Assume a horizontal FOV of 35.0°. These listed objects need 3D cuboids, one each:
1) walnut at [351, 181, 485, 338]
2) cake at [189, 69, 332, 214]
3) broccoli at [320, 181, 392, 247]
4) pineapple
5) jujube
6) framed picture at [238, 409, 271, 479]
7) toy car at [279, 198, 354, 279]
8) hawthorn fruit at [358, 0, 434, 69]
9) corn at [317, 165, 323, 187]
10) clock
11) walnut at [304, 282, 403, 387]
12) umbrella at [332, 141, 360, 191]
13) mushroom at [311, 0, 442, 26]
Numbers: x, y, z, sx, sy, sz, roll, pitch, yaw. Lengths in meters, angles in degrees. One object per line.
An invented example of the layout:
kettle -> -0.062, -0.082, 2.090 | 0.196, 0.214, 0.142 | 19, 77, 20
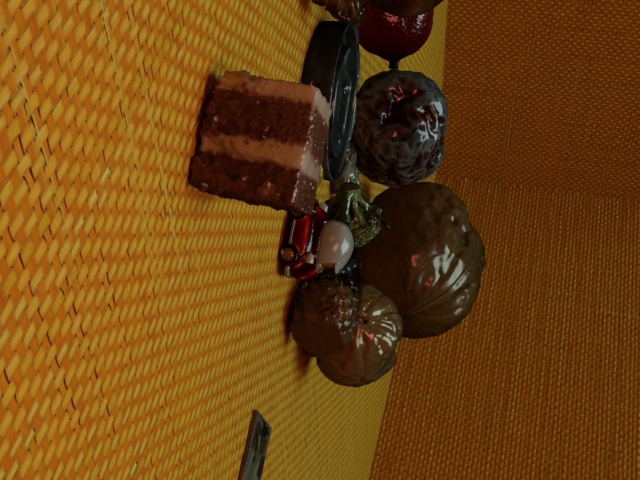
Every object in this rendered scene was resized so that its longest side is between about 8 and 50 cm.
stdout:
walnut -> 0.230, 0.046, 2.444 | 0.354, 0.307, 0.398 | 56, 29, -22
cake -> -0.063, -0.113, 1.173 | 0.134, 0.135, 0.147 | 13, 90, -80
broccoli -> 0.047, -0.043, 1.805 | 0.131, 0.130, 0.120 | 41, -45, 50
pineapple -> 0.018, 0.083, 1.833 | 0.128, 0.128, 0.248 | 87, 10, -46
jujube -> 0.156, -0.225, 2.062 | 0.317, 0.226, 0.226 | 54, 44, -83
framed picture -> -0.114, 0.386, 1.639 | 0.136, 0.010, 0.201 | 75, 25, -67
toy car -> 0.000, 0.000, 1.674 | 0.112, 0.112, 0.139 | 31, 68, -78
hawthorn fruit -> 0.135, -0.427, 1.973 | 0.169, 0.169, 0.188 | -61, 160, -63
corn -> -0.034, -0.115, 1.527 | 0.203, 0.072, 0.072 | 51, 48, -78
clock -> 0.017, -0.239, 1.741 | 0.280, 0.055, 0.281 | 8, 90, -80
walnut -> 0.065, 0.186, 1.971 | 0.245, 0.198, 0.198 | 115, -12, -67
umbrella -> 0.052, -0.130, 2.005 | 0.067, 0.062, 0.144 | -124, -156, -56
mushroom -> 0.102, -0.510, 1.643 | 0.334, 0.356, 0.331 | 61, -5, 27
